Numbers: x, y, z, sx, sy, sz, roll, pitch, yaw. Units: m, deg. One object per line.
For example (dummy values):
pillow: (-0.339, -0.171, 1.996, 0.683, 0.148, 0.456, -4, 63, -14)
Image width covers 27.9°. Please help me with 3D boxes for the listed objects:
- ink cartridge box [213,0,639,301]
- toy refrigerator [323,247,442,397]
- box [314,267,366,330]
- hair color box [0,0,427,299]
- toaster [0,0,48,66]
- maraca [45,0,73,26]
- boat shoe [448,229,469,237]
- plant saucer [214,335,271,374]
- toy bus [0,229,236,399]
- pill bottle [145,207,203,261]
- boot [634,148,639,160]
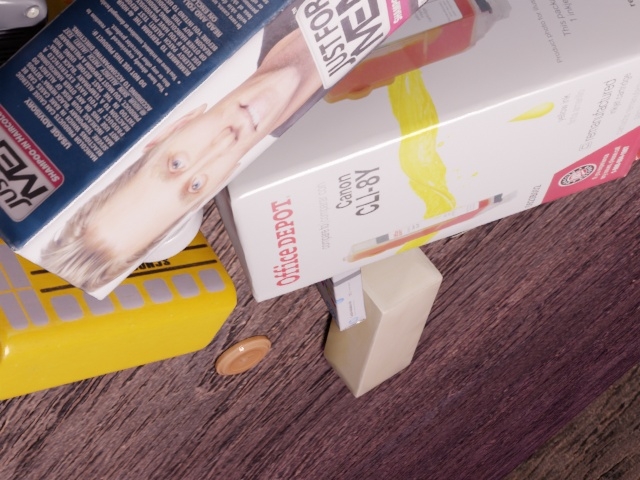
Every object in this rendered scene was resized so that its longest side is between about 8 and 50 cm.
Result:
ink cartridge box: (0.085, -0.111, 1.120, 0.384, 0.160, 0.279, -19, 161, -5)
toy refrigerator: (0.079, 0.104, 1.776, 0.102, 0.094, 0.269, -30, 158, -21)
box: (0.000, 0.000, 1.413, 0.038, 0.145, 0.186, -26, 156, -7)
hair color box: (-0.073, -0.124, 0.850, 0.347, 0.105, 0.174, -42, 165, -2)
toaster: (-0.289, -0.148, 0.780, 0.227, 0.146, 0.129, -15, 150, -35)
maraca: (-0.213, -0.147, 0.925, 0.185, 0.127, 0.099, -16, 112, -14)
boat shoe: (0.208, -0.048, 1.685, 0.133, 0.049, 0.042, -33, 164, 14)
plant saucer: (-0.104, 0.159, 1.755, 0.083, 0.013, 0.083, -27, 156, -13)
toy bus: (-0.248, 0.061, 1.192, 0.332, 0.130, 0.108, -11, 149, -44)
pill bottle: (-0.169, -0.070, 1.105, 0.121, 0.121, 0.221, -29, 156, -7)
boot: (0.300, -0.180, 1.386, 0.088, 0.176, 0.244, -30, 155, 1)
